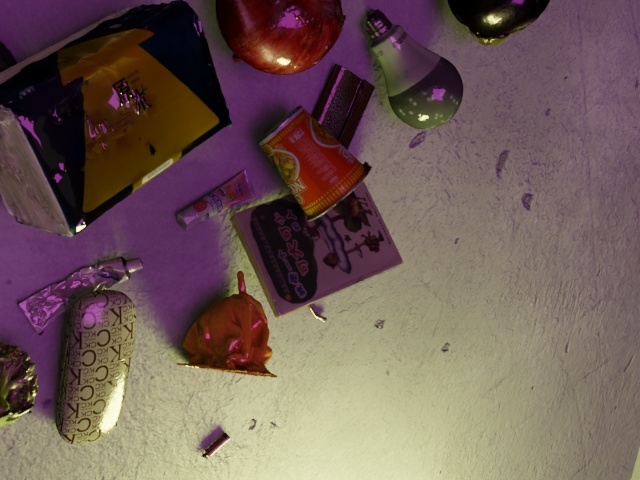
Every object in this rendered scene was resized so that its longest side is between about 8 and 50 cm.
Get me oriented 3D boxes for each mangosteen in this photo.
[{"bbox_3d":[0.450,-0.622,1.960,0.287,0.233,0.288,18,65,-45],"label":"mangosteen"}]

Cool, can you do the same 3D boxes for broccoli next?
[{"bbox_3d":[-0.650,0.269,1.473,0.242,0.273,0.180,-18,81,-32],"label":"broccoli"}]

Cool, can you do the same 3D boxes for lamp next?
[{"bbox_3d":[0.208,-0.397,1.904,0.314,0.182,0.182,36,82,-27],"label":"lamp"}]

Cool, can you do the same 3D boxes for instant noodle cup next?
[{"bbox_3d":[-0.023,-0.183,1.778,0.193,0.193,0.212,-44,101,-17],"label":"instant noodle cup"}]

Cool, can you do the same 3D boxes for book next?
[{"bbox_3d":[0.000,0.000,1.870,0.371,0.043,0.260,-22,81,-30],"label":"book"}]

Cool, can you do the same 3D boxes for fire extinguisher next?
[{"bbox_3d":[-0.259,0.503,1.943,0.083,0.022,0.028,-39,85,-19],"label":"fire extinguisher"}]

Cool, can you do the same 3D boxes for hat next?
[{"bbox_3d":[-0.198,0.180,1.788,0.244,0.233,0.233,58,38,-75],"label":"hat"}]

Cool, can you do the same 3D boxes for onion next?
[{"bbox_3d":[-0.078,-0.475,1.622,0.276,0.276,0.276,-11,111,-32],"label":"onion"}]

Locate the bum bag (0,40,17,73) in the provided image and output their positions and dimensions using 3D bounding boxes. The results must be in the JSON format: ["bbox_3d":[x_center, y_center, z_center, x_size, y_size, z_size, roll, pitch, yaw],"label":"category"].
[{"bbox_3d":[-0.604,-0.307,1.409,0.137,0.074,0.310,-50,133,-27],"label":"bum bag"}]

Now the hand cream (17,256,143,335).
[{"bbox_3d":[-0.486,0.097,1.638,0.257,0.050,0.084,-29,118,-16],"label":"hand cream"}]

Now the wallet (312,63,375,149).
[{"bbox_3d":[0.038,-0.282,1.895,0.133,0.039,0.243,24,91,-40],"label":"wallet"}]

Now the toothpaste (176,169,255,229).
[{"bbox_3d":[-0.229,-0.085,1.770,0.194,0.043,0.067,-34,118,-29],"label":"toothpaste"}]

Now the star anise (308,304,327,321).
[{"bbox_3d":[-0.022,0.071,1.978,0.227,0.218,0.148,-55,177,42],"label":"star anise"}]

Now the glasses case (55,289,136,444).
[{"bbox_3d":[-0.471,0.268,1.663,0.137,0.085,0.355,-2,113,-38],"label":"glasses case"}]

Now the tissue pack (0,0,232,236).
[{"bbox_3d":[-0.397,-0.228,1.422,0.416,0.253,0.264,-41,128,-34],"label":"tissue pack"}]
